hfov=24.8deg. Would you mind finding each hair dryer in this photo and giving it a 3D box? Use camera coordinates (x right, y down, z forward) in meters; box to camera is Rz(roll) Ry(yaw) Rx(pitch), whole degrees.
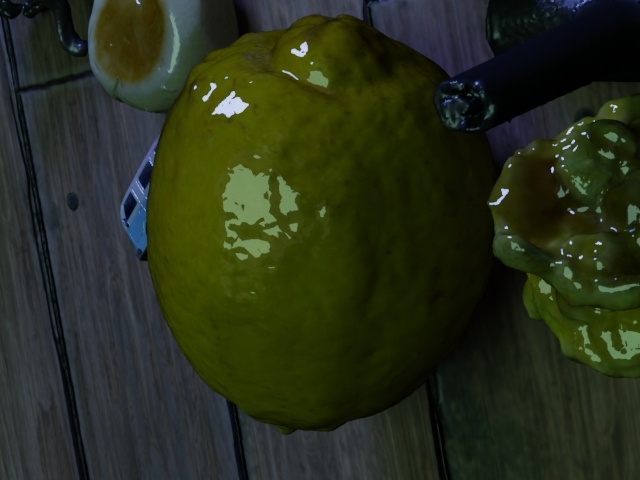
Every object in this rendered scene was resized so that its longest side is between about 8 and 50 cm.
[{"bbox_3d":[0.160,-0.125,0.938,0.197,0.251,0.089,7,115,43],"label":"hair dryer"}]

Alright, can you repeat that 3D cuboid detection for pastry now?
[{"bbox_3d":[-0.141,-0.189,1.308,0.156,0.092,0.156,9,105,38],"label":"pastry"}]

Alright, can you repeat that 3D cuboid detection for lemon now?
[{"bbox_3d":[0.002,-0.006,1.104,0.285,0.285,0.316,-8,114,43],"label":"lemon"}]

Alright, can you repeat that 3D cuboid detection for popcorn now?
[{"bbox_3d":[0.209,-0.011,0.956,0.198,0.197,0.155,20,150,38],"label":"popcorn"}]

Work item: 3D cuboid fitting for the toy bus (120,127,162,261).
[{"bbox_3d":[-0.139,-0.046,1.357,0.075,0.060,0.123,52,127,28],"label":"toy bus"}]

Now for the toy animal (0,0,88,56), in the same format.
[{"bbox_3d":[-0.314,-0.257,1.414,0.233,0.084,0.148,1,138,17],"label":"toy animal"}]
